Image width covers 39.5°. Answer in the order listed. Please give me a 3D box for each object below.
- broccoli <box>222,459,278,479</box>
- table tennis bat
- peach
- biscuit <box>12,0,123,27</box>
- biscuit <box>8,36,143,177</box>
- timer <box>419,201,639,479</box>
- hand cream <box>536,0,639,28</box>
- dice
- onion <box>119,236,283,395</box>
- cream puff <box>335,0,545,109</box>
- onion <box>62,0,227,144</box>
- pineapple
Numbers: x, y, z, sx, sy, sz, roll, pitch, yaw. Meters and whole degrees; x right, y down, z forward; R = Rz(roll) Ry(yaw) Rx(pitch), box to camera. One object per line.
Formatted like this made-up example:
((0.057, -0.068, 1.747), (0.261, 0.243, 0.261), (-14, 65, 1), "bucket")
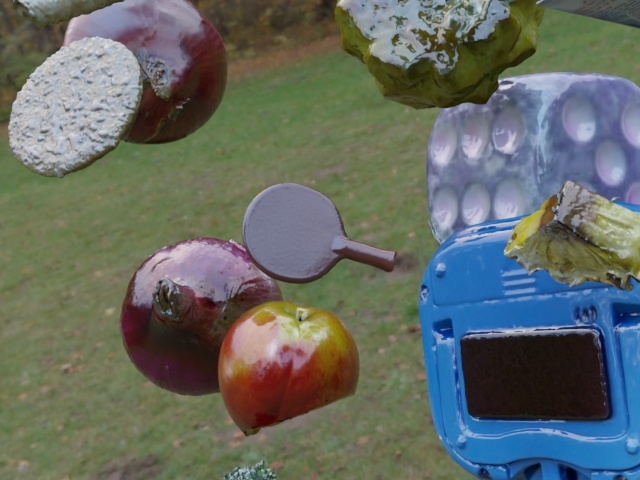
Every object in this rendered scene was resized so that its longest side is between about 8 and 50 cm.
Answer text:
((-0.116, 0.496, 1.232), (0.221, 0.361, 0.252), (4, 42, 4), "broccoli")
((0.000, 0.000, 0.860), (0.155, 0.098, 0.019), (16, -15, -11), "table tennis bat")
((-0.044, 0.178, 1.170), (0.190, 0.192, 0.190), (5, 17, -2), "peach")
((-0.272, -0.320, 1.115), (0.219, 0.055, 0.061), (-28, 29, -24), "biscuit")
((-0.184, -0.101, 0.664), (0.120, 0.120, 0.015), (-11, -27, 19), "biscuit")
((0.258, 0.122, 0.985), (0.115, 0.308, 0.340), (-3, -6, -45), "timer")
((0.360, -0.286, 1.021), (0.133, 0.083, 0.248), (-24, -12, 40), "hand cream")
((0.339, -0.101, 1.365), (0.271, 0.270, 0.270), (0, -2, -31), "dice")
((-0.258, 0.144, 1.806), (0.348, 0.347, 0.385), (-14, -15, 7), "onion")
((0.165, -0.296, 1.198), (0.282, 0.281, 0.185), (-12, -20, 15), "cream puff")
((-0.251, -0.259, 1.309), (0.248, 0.248, 0.161), (-26, 6, -33), "onion")
((0.226, -0.002, 0.804), (0.137, 0.116, 0.069), (1, 53, 33), "pineapple")
